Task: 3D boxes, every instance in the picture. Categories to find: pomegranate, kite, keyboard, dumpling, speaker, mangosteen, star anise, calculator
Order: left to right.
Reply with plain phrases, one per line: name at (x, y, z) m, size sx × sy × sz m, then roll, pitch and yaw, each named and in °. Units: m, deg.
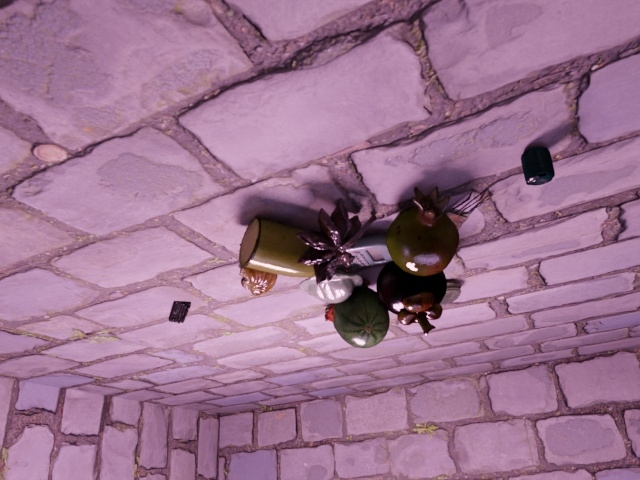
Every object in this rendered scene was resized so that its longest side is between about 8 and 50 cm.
keyboard at (-0.508, 0.261, 1.780) m, size 0.060 × 0.018 × 0.195 m, roll 9°, pitch 149°, yaw -19°
dumpling at (0.027, 0.121, 1.514) m, size 0.219 × 0.108 × 0.153 m, roll -22°, pitch 122°, yaw 33°
star anise at (0.045, -0.002, 1.210) m, size 0.231 × 0.089 × 0.209 m, roll -46°, pitch 139°, yaw -4°
calculator at (0.122, 0.034, 1.399) m, size 0.294 × 0.042 × 0.184 m, roll -10°, pitch 160°, yaw 14°
mangosteen at (0.279, 0.165, 1.471) m, size 0.211 × 0.250 × 0.211 m, roll -9°, pitch 151°, yaw -5°
pomegranate at (0.253, -0.023, 1.203) m, size 0.181 × 0.182 × 0.224 m, roll -3°, pitch 138°, yaw -4°
kite at (0.351, -0.067, 1.288) m, size 0.127 × 0.016 × 0.229 m, roll 2°, pitch 152°, yaw -20°
speaker at (0.463, -0.154, 1.074) m, size 0.060 × 0.076 × 0.094 m, roll 0°, pitch 162°, yaw -8°

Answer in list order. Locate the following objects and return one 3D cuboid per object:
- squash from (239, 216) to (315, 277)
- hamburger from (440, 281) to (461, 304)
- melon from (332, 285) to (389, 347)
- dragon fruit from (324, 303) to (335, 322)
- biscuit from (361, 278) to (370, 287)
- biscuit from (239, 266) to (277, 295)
squash at (-0.074, 0.031, 1.271) m, size 0.246 × 0.133 × 0.132 m, roll 15°, pitch 147°, yaw -25°
hamburger at (0.456, 0.182, 1.746) m, size 0.084 × 0.054 × 0.121 m, roll -1°, pitch 145°, yaw -3°
melon at (0.128, 0.240, 1.587) m, size 0.182 × 0.183 × 0.288 m, roll -5°, pitch -166°, yaw 0°
dragon fruit at (0.059, 0.266, 1.812) m, size 0.116 × 0.081 × 0.086 m, roll -20°, pitch 160°, yaw 26°
biscuit at (0.130, 0.147, 1.662) m, size 0.078 × 0.015 × 0.091 m, roll -13°, pitch 152°, yaw 13°
biscuit at (-0.191, 0.123, 1.520) m, size 0.118 × 0.061 × 0.183 m, roll -3°, pitch 152°, yaw -7°
